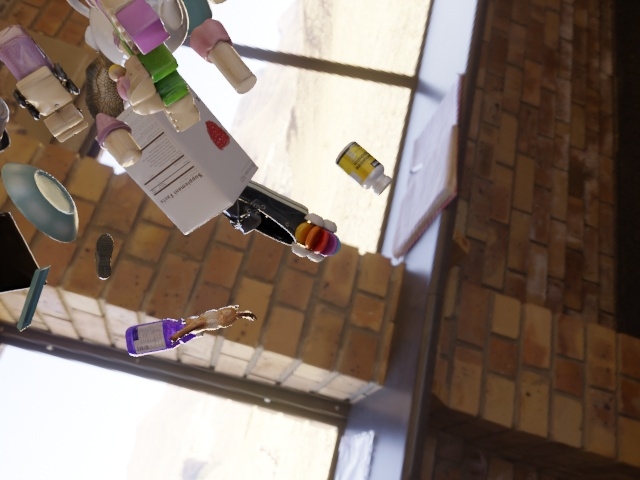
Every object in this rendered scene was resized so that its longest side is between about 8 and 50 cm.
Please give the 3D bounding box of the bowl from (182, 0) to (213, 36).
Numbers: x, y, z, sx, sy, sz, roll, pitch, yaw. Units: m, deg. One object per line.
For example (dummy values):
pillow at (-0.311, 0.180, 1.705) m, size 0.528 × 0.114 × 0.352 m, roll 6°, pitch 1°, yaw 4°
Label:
bowl at (-0.468, -0.716, 1.621) m, size 0.163 × 0.311 × 0.312 m, roll 93°, pitch -173°, yaw -48°

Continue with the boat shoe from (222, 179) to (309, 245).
boat shoe at (-0.260, -0.112, 2.041) m, size 0.186 × 0.499 × 0.156 m, roll -17°, pitch 57°, yaw 53°

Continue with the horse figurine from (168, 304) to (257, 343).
horse figurine at (-0.324, 0.243, 1.730) m, size 0.174 × 0.263 × 0.066 m, roll 159°, pitch 98°, yaw -80°

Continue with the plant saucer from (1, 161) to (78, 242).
plant saucer at (-0.546, -0.086, 1.147) m, size 0.037 × 0.195 × 0.195 m, roll -35°, pitch 11°, yaw 4°

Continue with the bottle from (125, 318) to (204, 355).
bottle at (-0.585, 0.355, 2.154) m, size 0.092 × 0.282 × 0.118 m, roll 64°, pitch -166°, yaw -84°

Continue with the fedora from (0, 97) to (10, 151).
fedora at (-0.886, -0.328, 1.396) m, size 0.124 × 0.275 × 0.244 m, roll -48°, pitch 24°, yaw 20°

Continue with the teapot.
teapot at (-0.456, -0.555, 1.367) m, size 0.253 × 0.255 × 0.187 m, roll 60°, pitch 178°, yaw 30°

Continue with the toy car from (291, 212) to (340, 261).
toy car at (0.000, 0.000, 2.022) m, size 0.136 × 0.182 × 0.159 m, roll 28°, pitch 94°, yaw 43°

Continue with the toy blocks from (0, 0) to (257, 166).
toy blocks at (-0.292, -0.306, 0.812) m, size 0.308 × 0.260 × 0.289 m, roll -36°, pitch -13°, yaw -9°

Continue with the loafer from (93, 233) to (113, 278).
loafer at (-0.670, 0.051, 1.756) m, size 0.050 × 0.056 × 0.148 m, roll -31°, pitch 55°, yaw 50°

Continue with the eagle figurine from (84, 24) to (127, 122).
eagle figurine at (-0.667, -0.549, 1.910) m, size 0.226 × 0.225 × 0.299 m, roll 129°, pitch 139°, yaw -62°

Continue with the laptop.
laptop at (-1.077, 0.033, 1.610) m, size 0.236 × 0.408 × 0.382 m, roll -35°, pitch -8°, yaw 19°

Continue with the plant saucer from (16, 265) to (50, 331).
plant saucer at (-0.826, 0.164, 1.643) m, size 0.067 × 0.018 × 0.192 m, roll -95°, pitch 26°, yaw -81°

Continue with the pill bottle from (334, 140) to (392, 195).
pill bottle at (0.144, -0.232, 1.870) m, size 0.103 × 0.184 × 0.103 m, roll -47°, pitch -8°, yaw -9°

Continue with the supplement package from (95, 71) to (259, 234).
supplement package at (-0.316, -0.197, 1.305) m, size 0.175 × 0.293 × 0.178 m, roll -28°, pitch 23°, yaw 31°
